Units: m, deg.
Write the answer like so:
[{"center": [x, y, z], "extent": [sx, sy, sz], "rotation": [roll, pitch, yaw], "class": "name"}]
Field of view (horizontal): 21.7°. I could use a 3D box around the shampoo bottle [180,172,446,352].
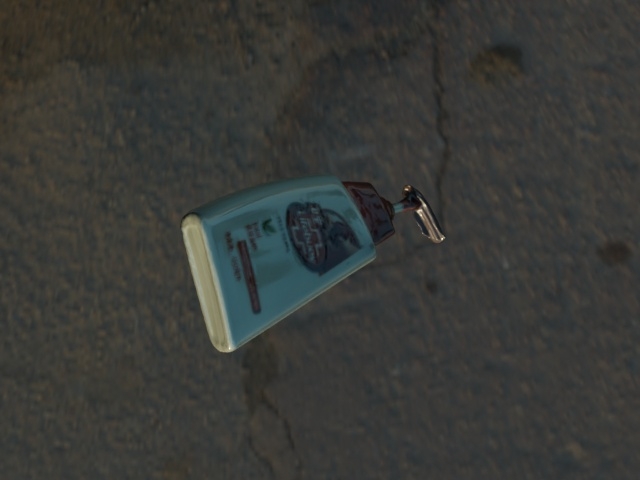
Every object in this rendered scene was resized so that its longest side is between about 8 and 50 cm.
[{"center": [0.000, 0.000, 1.749], "extent": [0.284, 0.071, 0.153], "rotation": [-19, 97, -25], "class": "shampoo bottle"}]
